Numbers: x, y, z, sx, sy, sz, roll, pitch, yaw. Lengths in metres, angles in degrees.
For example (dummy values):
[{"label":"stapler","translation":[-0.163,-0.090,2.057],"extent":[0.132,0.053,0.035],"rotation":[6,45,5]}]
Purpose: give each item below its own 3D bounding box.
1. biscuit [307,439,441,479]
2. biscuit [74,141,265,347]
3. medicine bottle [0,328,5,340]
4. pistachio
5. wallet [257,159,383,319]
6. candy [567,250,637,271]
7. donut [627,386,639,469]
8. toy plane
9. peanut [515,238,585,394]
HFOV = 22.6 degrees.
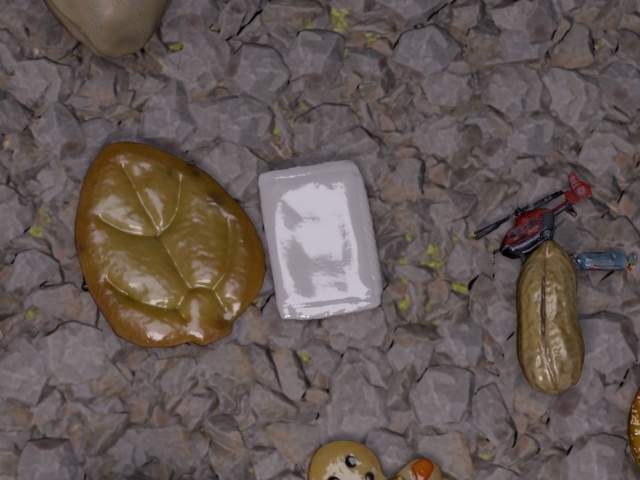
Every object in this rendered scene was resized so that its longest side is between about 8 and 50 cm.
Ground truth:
[{"label":"biscuit","translation":[0.083,0.302,1.708],"extent":[0.234,0.030,0.153],"rotation":[42,73,10]},{"label":"biscuit","translation":[-0.177,0.001,1.788],"extent":[0.203,0.041,0.260],"rotation":[-27,77,-11]},{"label":"medicine bottle","translation":[-0.482,0.133,1.661],"extent":[0.293,0.170,0.170],"rotation":[-36,77,-14]},{"label":"pistachio","translation":[-0.238,-0.368,1.836],"extent":[0.226,0.208,0.331],"rotation":[17,73,-43]},{"label":"wallet","translation":[0.000,0.000,1.803],"extent":[0.124,0.032,0.182],"rotation":[-9,74,-6]},{"label":"candy","translation":[0.317,0.026,1.816],"extent":[0.083,0.020,0.030],"rotation":[3,72,-4]},{"label":"donut","translation":[0.398,0.208,1.740],"extent":[0.152,0.058,0.151],"rotation":[1,71,-3]},{"label":"toy plane","translation":[0.249,-0.022,1.822],"extent":[0.145,0.037,0.060],"rotation":[-34,66,-9]},{"label":"peanut","translation":[0.252,0.085,1.765],"extent":[0.080,0.080,0.174],"rotation":[2,73,-2]}]
